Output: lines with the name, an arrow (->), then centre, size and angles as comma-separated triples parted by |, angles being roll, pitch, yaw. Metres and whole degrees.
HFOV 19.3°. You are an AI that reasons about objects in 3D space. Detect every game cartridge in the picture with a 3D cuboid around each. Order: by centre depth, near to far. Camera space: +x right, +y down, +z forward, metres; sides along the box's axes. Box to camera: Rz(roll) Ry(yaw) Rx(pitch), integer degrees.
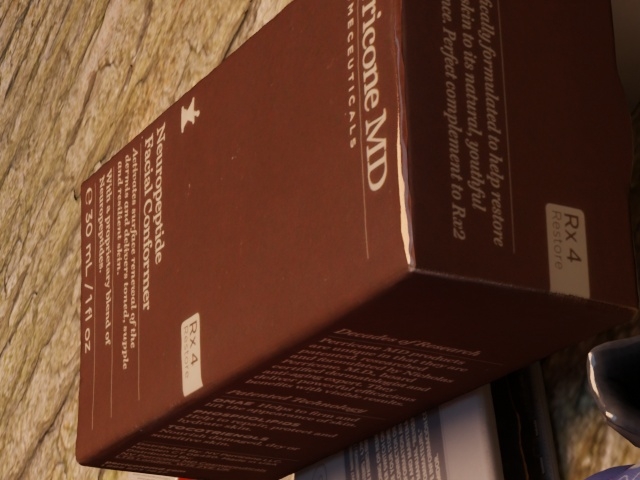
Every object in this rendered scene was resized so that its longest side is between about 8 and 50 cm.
game cartridge -> 0.054, 0.131, 1.072 | 0.198, 0.062, 0.297 | -54, 29, 41

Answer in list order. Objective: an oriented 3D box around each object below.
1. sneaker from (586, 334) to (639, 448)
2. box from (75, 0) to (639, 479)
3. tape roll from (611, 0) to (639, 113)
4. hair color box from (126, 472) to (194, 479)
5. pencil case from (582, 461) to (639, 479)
sneaker -> 0.220, 0.030, 0.712 | 0.300, 0.121, 0.111 | -44, 36, 45
box -> 0.000, 0.000, 1.028 | 0.381, 0.143, 0.191 | -33, 53, 52
tape roll -> 0.122, -0.145, 1.102 | 0.219, 0.072, 0.219 | -44, 36, 44
hair color box -> -0.119, 0.252, 1.343 | 0.093, 0.053, 0.167 | -6, 66, 62
pencil case -> 0.215, 0.101, 0.627 | 0.306, 0.119, 0.133 | -29, 78, 47
